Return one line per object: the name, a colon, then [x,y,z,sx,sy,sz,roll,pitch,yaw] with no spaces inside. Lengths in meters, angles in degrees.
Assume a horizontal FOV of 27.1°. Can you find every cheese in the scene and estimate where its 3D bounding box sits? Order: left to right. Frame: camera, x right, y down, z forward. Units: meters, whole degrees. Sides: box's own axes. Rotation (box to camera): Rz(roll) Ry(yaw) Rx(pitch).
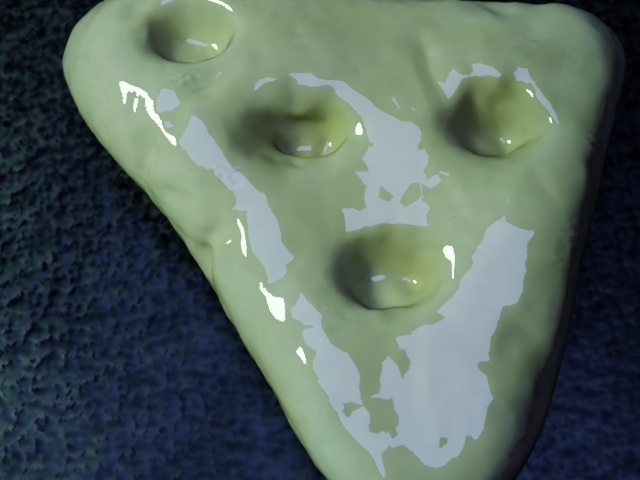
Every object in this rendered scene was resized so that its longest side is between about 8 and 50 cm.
cheese: [0.000,0.000,0.803,0.351,0.129,0.328,6,72,2]
